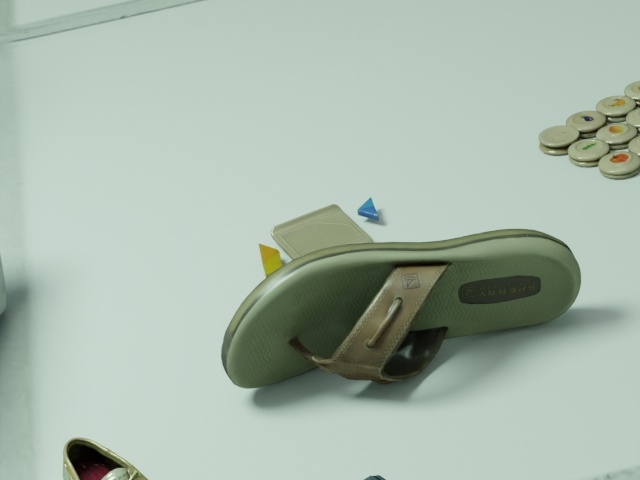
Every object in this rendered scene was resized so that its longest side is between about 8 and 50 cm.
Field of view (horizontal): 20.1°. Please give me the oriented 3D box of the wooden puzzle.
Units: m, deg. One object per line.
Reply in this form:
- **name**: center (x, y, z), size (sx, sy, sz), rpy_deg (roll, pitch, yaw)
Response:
- **wooden puzzle**: center (0.000, 0.000, 1.534), size (0.116, 0.014, 0.078), rpy_deg (-17, 36, -10)

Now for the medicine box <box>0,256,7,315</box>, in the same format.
- **medicine box**: center (-0.428, 0.040, 1.413), size (0.289, 0.149, 0.263), rpy_deg (-5, 15, 10)

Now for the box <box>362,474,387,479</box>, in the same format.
- **box**: center (0.002, 0.250, 1.075), size (0.233, 0.059, 0.183), rpy_deg (-28, 36, -25)

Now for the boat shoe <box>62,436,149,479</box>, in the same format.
- **boat shoe**: center (-0.140, 0.178, 1.252), size (0.050, 0.045, 0.135), rpy_deg (-32, 37, -30)

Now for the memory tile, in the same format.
- **memory tile**: center (0.278, -0.102, 1.612), size (0.148, 0.012, 0.113), rpy_deg (-29, 35, -27)

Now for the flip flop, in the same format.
- **flip flop**: center (0.063, 0.061, 1.341), size (0.277, 0.112, 0.080), rpy_deg (-9, 45, -6)
